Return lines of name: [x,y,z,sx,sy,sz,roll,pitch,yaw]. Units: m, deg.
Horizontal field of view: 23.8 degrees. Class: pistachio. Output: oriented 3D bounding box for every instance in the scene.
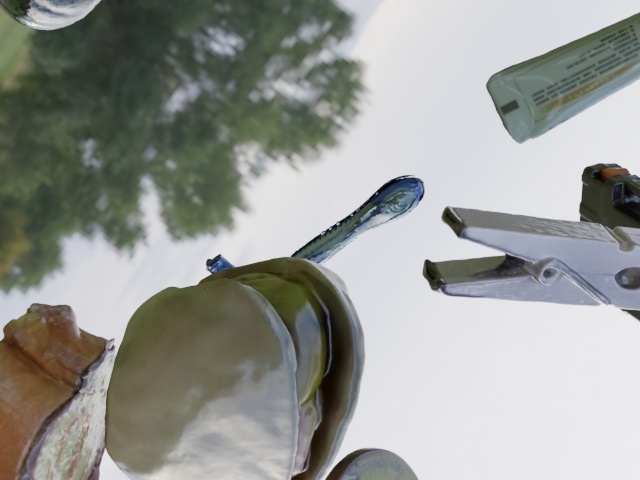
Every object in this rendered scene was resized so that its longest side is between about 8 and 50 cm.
pistachio: [-0.073,0.124,1.206,0.166,0.197,0.288,-24,166,-33]

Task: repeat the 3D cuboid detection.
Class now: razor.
razor: [-0.003,0.009,1.731,0.324,0.093,0.056,-28,-149,40]

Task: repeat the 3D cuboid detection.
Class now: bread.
bread: [-0.290,0.182,1.596,0.190,0.123,0.244,-33,146,-61]

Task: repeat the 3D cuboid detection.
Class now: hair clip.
hair clip: [0.293,0.023,1.829,0.085,0.330,0.101,-125,-137,-64]

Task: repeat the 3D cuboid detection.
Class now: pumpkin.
pumpkin: [-0.379,-0.417,2.105,0.250,0.216,0.250,-61,-167,24]

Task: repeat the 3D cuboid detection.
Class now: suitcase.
suitcase: [0.481,0.019,2.272,0.285,0.066,0.206,-136,-138,-57]

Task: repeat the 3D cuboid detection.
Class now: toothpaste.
toothpaste: [0.265,-0.164,1.296,0.255,0.067,0.037,-26,177,17]

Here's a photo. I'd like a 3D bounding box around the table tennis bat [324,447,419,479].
table tennis bat: [0.061,0.374,1.652,0.038,0.310,0.200,0,-162,41]
